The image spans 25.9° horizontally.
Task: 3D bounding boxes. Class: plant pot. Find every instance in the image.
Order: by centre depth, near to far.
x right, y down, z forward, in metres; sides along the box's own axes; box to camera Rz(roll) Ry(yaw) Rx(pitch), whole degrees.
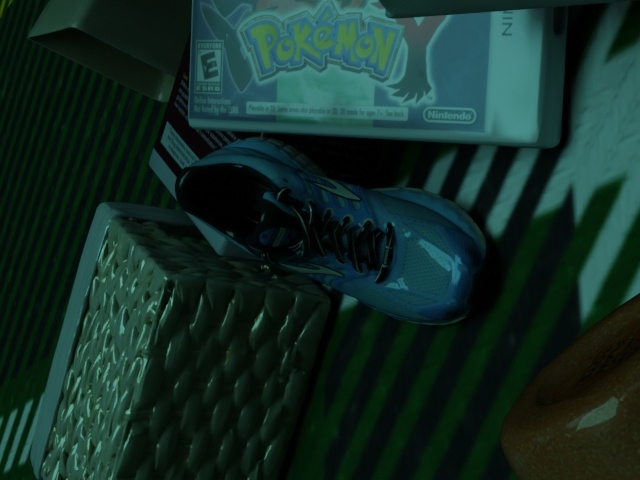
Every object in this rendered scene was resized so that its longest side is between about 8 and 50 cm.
[{"bbox_3d":[-0.117,-0.160,0.941,0.109,0.109,0.096,8,74,63],"label":"plant pot"}]

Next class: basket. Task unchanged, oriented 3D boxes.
[{"bbox_3d":[-0.077,0.076,0.764,0.103,0.113,0.167,35,112,58],"label":"basket"}]

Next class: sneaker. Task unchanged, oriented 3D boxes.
[{"bbox_3d":[0.000,0.000,0.639,0.162,0.073,0.063,20,106,27],"label":"sneaker"}]

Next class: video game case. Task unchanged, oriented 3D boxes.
[{"bbox_3d":[0.021,-0.138,0.633,0.201,0.023,0.183,6,96,38],"label":"video game case"}]

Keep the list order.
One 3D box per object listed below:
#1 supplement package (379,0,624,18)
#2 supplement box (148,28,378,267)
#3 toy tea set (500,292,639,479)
[{"bbox_3d":[0.068,-0.207,0.459,0.149,0.194,0.203,-1,76,19],"label":"supplement package"},{"bbox_3d":[-0.010,-0.119,0.745,0.130,0.073,0.239,48,123,54],"label":"supplement box"},{"bbox_3d":[0.167,0.029,0.261,0.200,0.124,0.336,-39,2,-14],"label":"toy tea set"}]
